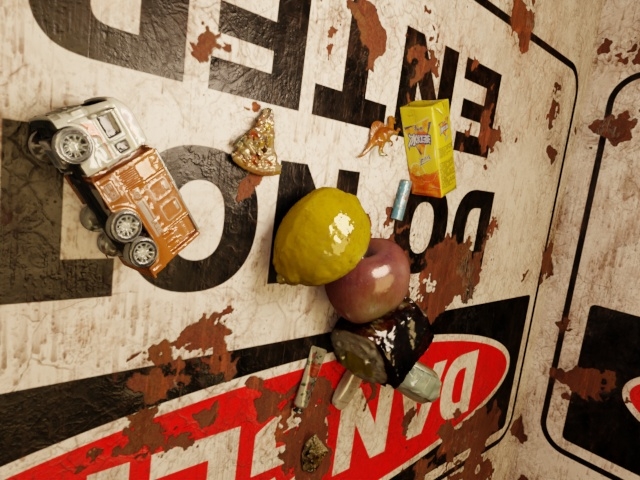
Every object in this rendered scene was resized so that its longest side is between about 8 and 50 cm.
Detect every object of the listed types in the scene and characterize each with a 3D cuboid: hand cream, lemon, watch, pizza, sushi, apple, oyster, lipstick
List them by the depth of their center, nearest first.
[{"bbox_3d":[-0.162,-0.284,1.281,0.185,0.052,0.196,10,94,-46],"label":"pizza"},{"bbox_3d":[0.006,-0.005,1.355,0.285,0.285,0.317,41,49,-40],"label":"lemon"},{"bbox_3d":[0.162,0.134,1.522,0.305,0.305,0.235,-33,121,-32],"label":"apple"},{"bbox_3d":[-0.041,0.496,1.599,0.080,0.050,0.234,29,75,-39],"label":"hand cream"},{"bbox_3d":[0.229,0.352,1.632,0.294,0.299,0.282,-36,138,-32],"label":"sushi"},{"bbox_3d":[-0.022,0.800,1.688,0.105,0.056,0.177,-7,110,-33],"label":"oyster"},{"bbox_3d":[0.315,-0.157,1.745,0.048,0.048,0.158,14,91,-43],"label":"lipstick"},{"bbox_3d":[0.386,0.569,1.859,0.162,0.253,0.241,-61,170,-13],"label":"watch"}]

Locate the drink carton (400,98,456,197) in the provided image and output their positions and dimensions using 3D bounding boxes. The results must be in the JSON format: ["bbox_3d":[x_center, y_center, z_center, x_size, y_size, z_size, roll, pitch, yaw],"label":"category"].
[{"bbox_3d":[0.417,-0.350,1.714,0.111,0.154,0.352,-31,120,-33],"label":"drink carton"}]

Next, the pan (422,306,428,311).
[{"bbox_3d":[0.438,0.332,1.999,0.115,0.023,0.069,-41,125,-24],"label":"pan"}]

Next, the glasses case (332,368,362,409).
[{"bbox_3d":[0.113,0.558,1.744,0.081,0.051,0.204,43,72,-41],"label":"glasses case"}]

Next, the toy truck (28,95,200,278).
[{"bbox_3d":[-0.438,-0.124,0.995,0.207,0.173,0.388,-44,130,-33],"label":"toy truck"}]

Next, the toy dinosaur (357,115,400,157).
[{"bbox_3d":[0.211,-0.370,1.594,0.212,0.057,0.143,-15,99,-40],"label":"toy dinosaur"}]
